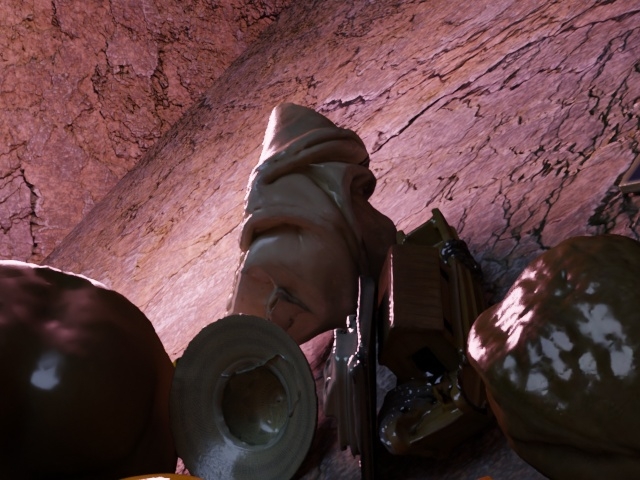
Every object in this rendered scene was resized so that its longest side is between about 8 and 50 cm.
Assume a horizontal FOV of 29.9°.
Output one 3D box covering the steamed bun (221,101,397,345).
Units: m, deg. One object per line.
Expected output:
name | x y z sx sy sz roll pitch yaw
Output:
steamed bun | 0.000 0.000 1.816 0.346 0.237 0.394 90 -168 -82

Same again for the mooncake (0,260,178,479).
mooncake | -0.425 0.264 1.695 0.467 0.467 0.262 -30 29 26

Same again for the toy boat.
toy boat | 0.128 0.098 1.482 0.136 0.162 0.445 -35 20 22

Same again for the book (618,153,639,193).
book | 0.543 -0.156 1.482 0.322 0.018 0.228 -10 35 55

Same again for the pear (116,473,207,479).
pear | -0.177 0.373 1.294 0.285 0.285 0.336 -39 13 3

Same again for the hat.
hat | -0.082 0.227 1.645 0.252 0.252 0.110 -30 -19 27

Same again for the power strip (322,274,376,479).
power strip | 0.035 0.173 1.428 0.064 0.213 0.198 -1 25 3

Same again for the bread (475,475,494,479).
bread | 0.147 0.293 1.078 0.129 0.134 0.260 -40 20 -1

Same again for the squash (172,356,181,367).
squash | -0.204 0.241 1.922 0.066 0.066 0.229 -41 19 -1

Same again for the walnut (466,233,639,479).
walnut | 0.263 0.122 1.083 0.283 0.227 0.283 3 23 -1
